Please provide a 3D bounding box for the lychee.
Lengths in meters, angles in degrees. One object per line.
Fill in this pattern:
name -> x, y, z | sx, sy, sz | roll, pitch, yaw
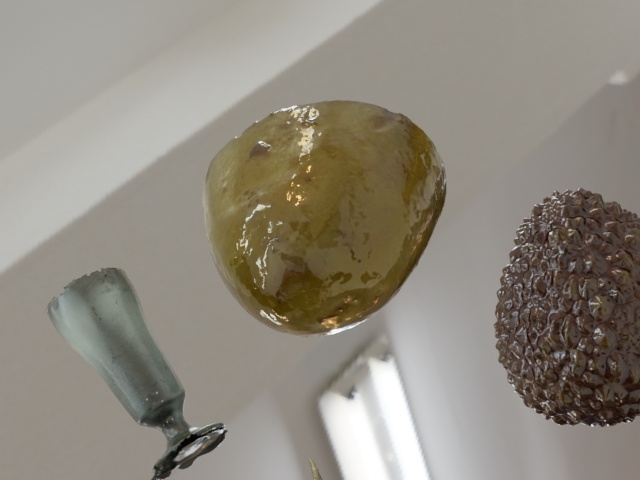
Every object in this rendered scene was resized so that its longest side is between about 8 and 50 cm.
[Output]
lychee -> 0.310, 0.070, 1.401 | 0.271, 0.271, 0.271 | -16, -67, -42

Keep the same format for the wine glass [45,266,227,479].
wine glass -> -0.139, 0.100, 0.927 | 0.072, 0.155, 0.072 | -34, -14, -10

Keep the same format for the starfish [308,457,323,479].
starfish -> 0.010, 0.178, 0.758 | 0.016, 0.086, 0.092 | -23, -83, 1

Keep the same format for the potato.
potato -> 0.000, 0.000, 0.959 | 0.158, 0.203, 0.178 | -87, -3, -60
